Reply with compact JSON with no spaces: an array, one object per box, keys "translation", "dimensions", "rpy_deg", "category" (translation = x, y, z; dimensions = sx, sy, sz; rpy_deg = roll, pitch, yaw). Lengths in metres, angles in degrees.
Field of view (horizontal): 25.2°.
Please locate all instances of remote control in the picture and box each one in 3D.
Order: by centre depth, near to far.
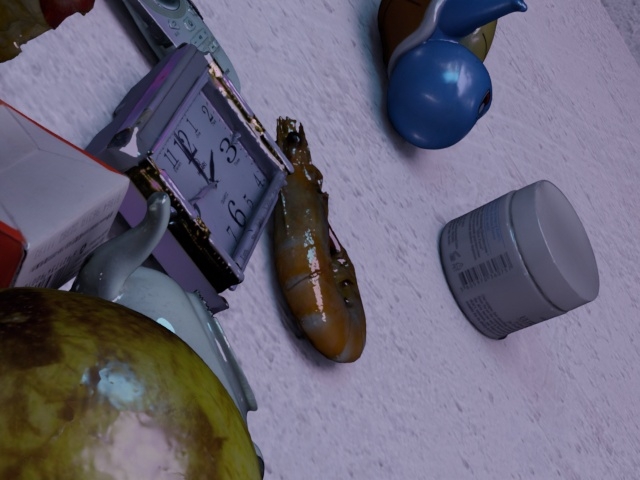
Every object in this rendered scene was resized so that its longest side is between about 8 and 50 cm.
[{"translation":[-0.170,-0.239,1.475],"dimensions":[0.256,0.045,0.097],"rpy_deg":[54,26,-11],"category":"remote control"}]

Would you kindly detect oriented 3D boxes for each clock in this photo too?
[{"translation":[-0.123,-0.059,1.350],"dimensions":[0.186,0.083,0.253],"rpy_deg":[54,27,-18],"category":"clock"}]

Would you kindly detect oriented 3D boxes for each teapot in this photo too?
[{"translation":[-0.122,0.109,1.083],"dimensions":[0.193,0.129,0.294],"rpy_deg":[51,-15,56],"category":"teapot"}]

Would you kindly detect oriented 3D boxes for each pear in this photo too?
[{"translation":[-0.171,0.153,0.854],"dimensions":[0.283,0.283,0.284],"rpy_deg":[43,33,-36],"category":"pear"}]

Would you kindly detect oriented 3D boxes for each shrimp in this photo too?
[{"translation":[0.000,0.000,1.545],"dimensions":[0.152,0.063,0.287],"rpy_deg":[29,45,-53],"category":"shrimp"}]

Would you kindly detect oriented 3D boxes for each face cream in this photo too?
[{"translation":[0.265,0.027,1.908],"dimensions":[0.177,0.153,0.177],"rpy_deg":[40,36,-38],"category":"face cream"}]

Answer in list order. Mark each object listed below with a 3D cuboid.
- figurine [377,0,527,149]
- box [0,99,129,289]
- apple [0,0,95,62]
[{"translation":[0.176,-0.320,1.995],"dimensions":[0.243,0.298,0.416],"rpy_deg":[-1,59,-24],"category":"figurine"},{"translation":[-0.238,-0.015,1.026],"dimensions":[0.133,0.099,0.182],"rpy_deg":[28,25,5],"category":"box"},{"translation":[-0.270,-0.224,1.147],"dimensions":[0.156,0.158,0.147],"rpy_deg":[7,74,-60],"category":"apple"}]
